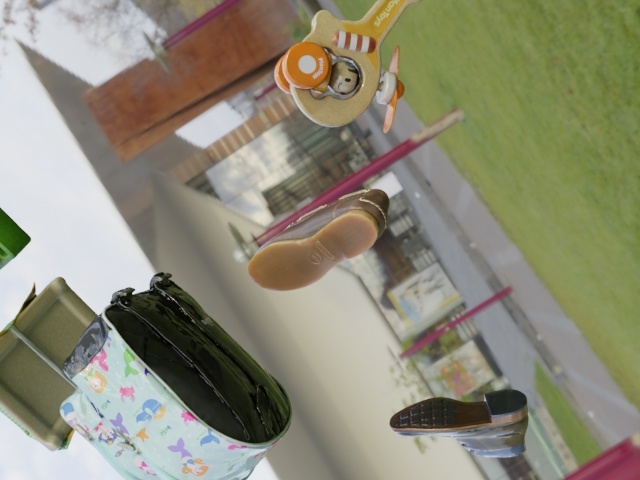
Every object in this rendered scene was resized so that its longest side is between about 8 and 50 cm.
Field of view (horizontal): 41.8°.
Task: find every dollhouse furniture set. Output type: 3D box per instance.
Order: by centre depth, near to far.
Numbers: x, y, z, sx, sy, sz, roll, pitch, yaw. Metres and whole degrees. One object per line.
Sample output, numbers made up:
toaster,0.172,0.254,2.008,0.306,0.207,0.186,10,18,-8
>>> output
dollhouse furniture set,-0.426,0.124,1.101,0.301,0.151,0.197,49,-139,-16

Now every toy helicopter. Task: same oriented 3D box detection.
toy helicopter,0.094,-0.360,1.555,0.235,0.355,0.140,38,176,-10

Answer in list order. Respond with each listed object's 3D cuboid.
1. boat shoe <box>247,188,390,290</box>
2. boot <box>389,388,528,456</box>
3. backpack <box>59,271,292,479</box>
boat shoe,0.000,0.000,1.020,0.073,0.207,0.073,51,-142,-21
boot,0.225,0.309,1.337,0.082,0.219,0.106,-79,-23,-61
backpack,-0.168,0.192,1.022,0.253,0.191,0.225,36,-164,9
